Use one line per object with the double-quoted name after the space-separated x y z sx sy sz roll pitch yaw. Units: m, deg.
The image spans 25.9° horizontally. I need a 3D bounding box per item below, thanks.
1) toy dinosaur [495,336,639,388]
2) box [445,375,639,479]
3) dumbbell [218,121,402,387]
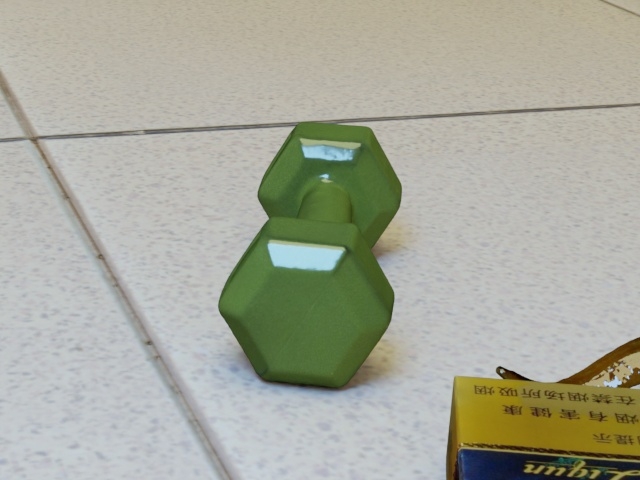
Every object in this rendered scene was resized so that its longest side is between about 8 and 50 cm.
0.342 0.075 0.953 0.432 0.097 0.208 3 31 9 "toy dinosaur"
0.147 0.157 0.750 0.152 0.070 0.237 5 20 3 "box"
0.000 0.000 1.058 0.108 0.121 0.302 32 20 -8 "dumbbell"
